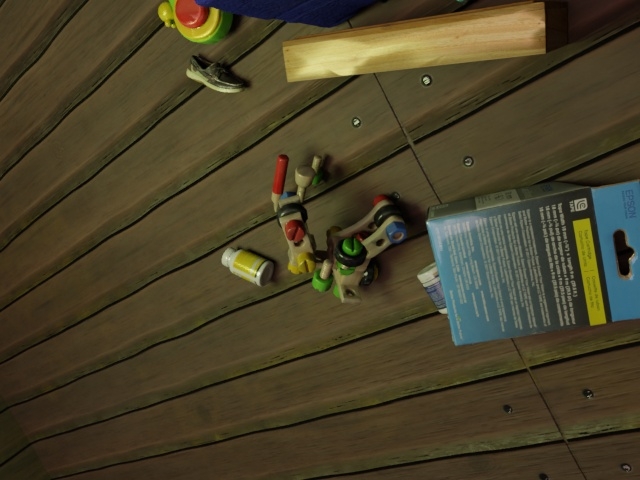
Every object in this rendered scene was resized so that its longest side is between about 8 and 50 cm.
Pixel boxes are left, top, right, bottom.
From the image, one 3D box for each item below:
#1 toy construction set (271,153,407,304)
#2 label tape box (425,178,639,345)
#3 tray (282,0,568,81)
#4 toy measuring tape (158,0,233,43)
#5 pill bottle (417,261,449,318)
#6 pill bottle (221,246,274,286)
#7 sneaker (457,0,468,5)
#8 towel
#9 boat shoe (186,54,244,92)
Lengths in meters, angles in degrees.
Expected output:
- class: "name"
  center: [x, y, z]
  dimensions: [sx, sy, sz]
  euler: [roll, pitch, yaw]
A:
- class: "toy construction set"
  center: [0.000, 0.000, 1.216]
  dimensions: [0.309, 0.258, 0.237]
  euler: [48, 142, 31]
- class: "label tape box"
  center: [0.374, 0.032, 1.036]
  dimensions: [0.334, 0.106, 0.240]
  euler: [-11, 104, 15]
- class: "tray"
  center: [0.166, -0.322, 0.968]
  dimensions: [0.411, 0.203, 0.076]
  euler: [2, 110, 30]
- class: "toy measuring tape"
  center: [-0.178, -0.455, 1.185]
  dimensions: [0.330, 0.121, 0.121]
  euler: [1, 110, 21]
- class: "pill bottle"
  center: [0.249, 0.102, 1.178]
  dimensions: [0.067, 0.067, 0.120]
  euler: [-31, 92, 36]
- class: "pill bottle"
  center: [-0.174, 0.059, 1.416]
  dimensions: [0.116, 0.065, 0.065]
  euler: [23, 120, 21]
- class: "sneaker"
  center: [0.221, -0.423, 0.983]
  dimensions: [0.167, 0.065, 0.076]
  euler: [3, 116, 32]
- class: "towel"
  center: [-0.027, -0.423, 0.962]
  dimensions: [0.228, 0.308, 0.076]
  euler: [-6, 93, 47]
- class: "boat shoe"
  center: [-0.227, -0.357, 1.282]
  dimensions: [0.152, 0.056, 0.049]
  euler: [24, 125, 21]
